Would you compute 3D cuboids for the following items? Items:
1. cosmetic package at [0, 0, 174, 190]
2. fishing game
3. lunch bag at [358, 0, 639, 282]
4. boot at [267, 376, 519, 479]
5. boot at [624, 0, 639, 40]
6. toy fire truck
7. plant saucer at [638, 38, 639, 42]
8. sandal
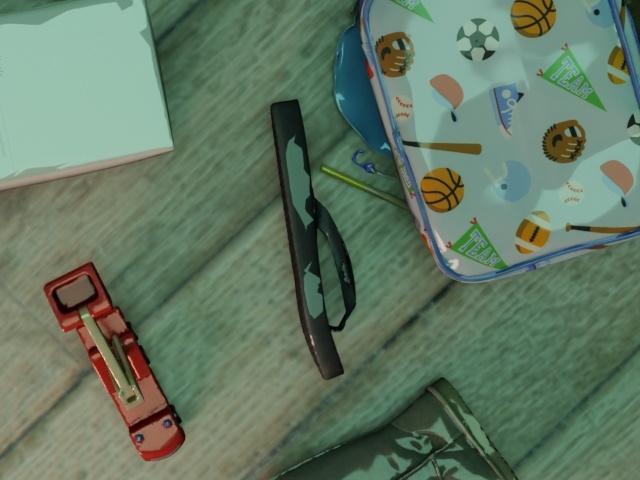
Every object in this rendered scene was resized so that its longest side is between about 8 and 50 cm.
[{"bbox_3d":[-0.243,-0.116,1.362,0.224,0.224,0.138,-13,94,-5],"label":"cosmetic package"},{"bbox_3d":[0.104,-0.157,1.492,0.189,0.041,0.264,29,90,-10],"label":"fishing game"},{"bbox_3d":[0.175,-0.119,1.423,0.243,0.115,0.303,-18,104,3],"label":"lunch bag"},{"bbox_3d":[0.073,0.248,1.493,0.208,0.076,0.190,-35,82,-10],"label":"boot"},{"bbox_3d":[0.363,-0.249,1.460,0.207,0.090,0.248,-23,97,-20],"label":"boot"},{"bbox_3d":[-0.175,0.110,1.427,0.047,0.135,0.192,-27,96,-4],"label":"toy fire truck"},{"bbox_3d":[0.309,-0.292,1.495,0.317,0.044,0.318,-1,94,-10],"label":"plant saucer"},{"bbox_3d":[0.000,0.000,1.459,0.054,0.097,0.255,-8,94,-4],"label":"sandal"}]
